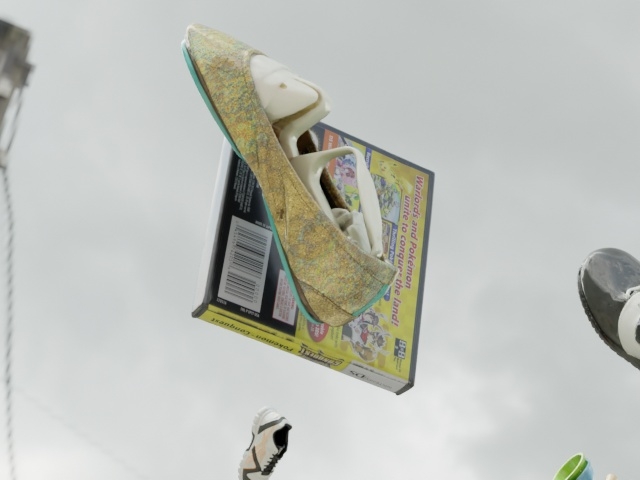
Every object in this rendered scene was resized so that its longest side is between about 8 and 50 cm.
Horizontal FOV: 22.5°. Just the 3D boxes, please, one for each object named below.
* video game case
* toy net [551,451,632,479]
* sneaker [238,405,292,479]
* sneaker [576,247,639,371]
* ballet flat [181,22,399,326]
[{"bbox_3d":[0.000,0.000,1.691,0.248,0.275,0.035,22,-35,-21],"label":"video game case"},{"bbox_3d":[0.364,0.360,2.235,0.045,0.122,0.232,45,-8,-4],"label":"toy net"},{"bbox_3d":[-0.062,0.246,1.838,0.040,0.109,0.044,-1,19,-45],"label":"sneaker"},{"bbox_3d":[0.406,0.098,1.752,0.122,0.330,0.146,-18,-39,-24],"label":"sneaker"},{"bbox_3d":[-0.021,-0.085,1.581,0.123,0.348,0.123,-23,-17,-7],"label":"ballet flat"}]
